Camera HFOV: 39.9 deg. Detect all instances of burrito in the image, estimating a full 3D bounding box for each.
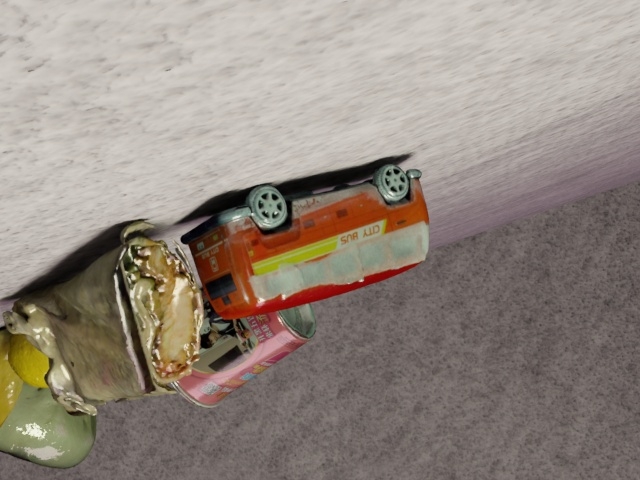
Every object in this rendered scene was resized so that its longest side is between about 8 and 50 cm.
[{"bbox_3d":[-0.222,0.099,0.940,0.347,0.175,0.107,-26,-159,47],"label":"burrito"}]

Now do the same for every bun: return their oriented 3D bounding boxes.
[{"bbox_3d":[-0.530,0.285,1.606,0.187,0.293,0.293,-62,-175,-13],"label":"bun"}]

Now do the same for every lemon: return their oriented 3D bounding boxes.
[{"bbox_3d":[-0.381,0.155,1.257,0.133,0.109,0.109,-11,175,3],"label":"lemon"}]

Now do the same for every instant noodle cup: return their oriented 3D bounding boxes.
[{"bbox_3d":[-0.155,0.170,1.694,0.255,0.244,0.244,-28,172,19],"label":"instant noodle cup"}]

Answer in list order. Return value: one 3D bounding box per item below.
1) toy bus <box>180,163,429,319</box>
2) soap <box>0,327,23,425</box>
[{"bbox_3d":[0.000,0.000,0.917,0.265,0.120,0.121,-14,174,-34],"label":"toy bus"},{"bbox_3d":[-0.591,0.301,1.287,0.427,0.115,0.306,-48,171,29],"label":"soap"}]
